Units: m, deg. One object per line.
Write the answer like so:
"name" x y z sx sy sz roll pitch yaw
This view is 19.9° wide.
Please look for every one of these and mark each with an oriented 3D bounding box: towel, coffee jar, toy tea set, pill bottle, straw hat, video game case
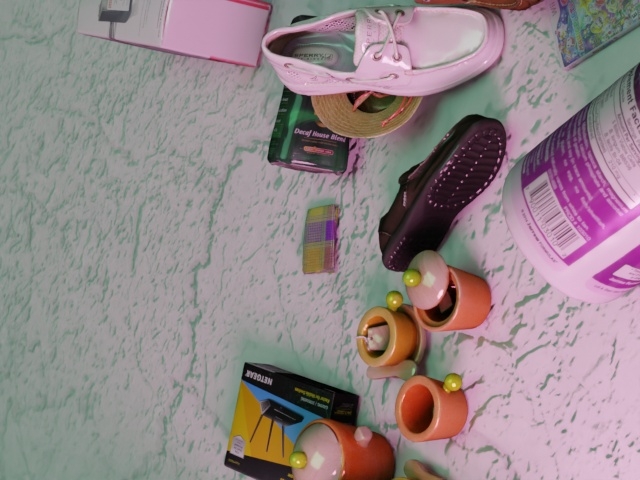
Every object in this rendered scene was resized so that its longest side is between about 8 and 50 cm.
"towel" 0.000 0.000 2.209 0.060 0.009 0.083 -9 75 50
"coffee jar" -0.004 -0.174 2.176 0.079 0.096 0.184 -176 94 -77
"toy tea set" 0.067 0.168 2.003 0.200 0.124 0.336 18 97 51
"pill bottle" 0.325 -0.081 1.706 0.301 0.169 0.169 -40 54 38
"straw hat" 0.065 -0.172 2.117 0.145 0.061 0.144 -7 73 23
"video game case" 0.288 -0.242 1.905 0.122 0.011 0.087 -32 59 43

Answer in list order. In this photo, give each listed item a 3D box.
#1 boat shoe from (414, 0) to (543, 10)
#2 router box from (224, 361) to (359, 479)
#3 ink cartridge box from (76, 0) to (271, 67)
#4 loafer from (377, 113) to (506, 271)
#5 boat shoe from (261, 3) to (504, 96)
"boat shoe" 0.135 -0.299 2.001 0.307 0.104 0.110 32 148 57
"router box" -0.036 0.228 2.178 0.179 0.046 0.133 13 94 51
"ink cartridge box" -0.195 -0.291 2.385 0.218 0.159 0.092 19 98 51
"loafer" 0.121 -0.064 2.017 0.220 0.080 0.078 -54 47 29
"boat shoe" 0.064 -0.217 2.040 0.277 0.096 0.098 -7 73 23
